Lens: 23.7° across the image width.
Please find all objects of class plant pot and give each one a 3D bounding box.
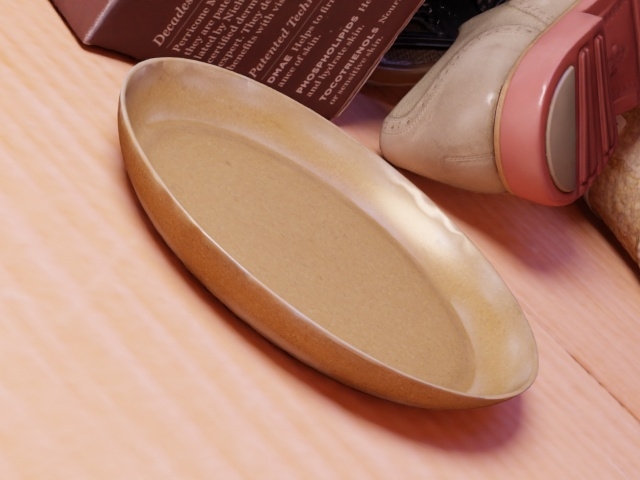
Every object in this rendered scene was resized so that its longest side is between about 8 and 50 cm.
[{"bbox_3d":[0.000,0.000,0.716,0.236,0.032,0.236,33,21,-14],"label":"plant pot"}]

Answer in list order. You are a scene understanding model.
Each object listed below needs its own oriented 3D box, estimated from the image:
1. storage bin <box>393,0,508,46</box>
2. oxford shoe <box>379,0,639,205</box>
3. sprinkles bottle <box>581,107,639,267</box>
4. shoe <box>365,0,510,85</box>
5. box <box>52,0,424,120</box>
[{"bbox_3d":[0.083,-0.215,0.971,0.122,0.180,0.084,-4,55,-39],"label":"storage bin"},{"bbox_3d":[0.155,-0.136,1.002,0.130,0.123,0.348,5,27,30],"label":"oxford shoe"},{"bbox_3d":[0.227,-0.080,1.126,0.121,0.121,0.355,21,26,-37],"label":"sprinkles bottle"},{"bbox_3d":[0.076,-0.138,1.085,0.076,0.058,0.219,50,38,15],"label":"shoe"},{"bbox_3d":[-0.050,-0.197,0.854,0.203,0.167,0.168,12,33,-48],"label":"box"}]
